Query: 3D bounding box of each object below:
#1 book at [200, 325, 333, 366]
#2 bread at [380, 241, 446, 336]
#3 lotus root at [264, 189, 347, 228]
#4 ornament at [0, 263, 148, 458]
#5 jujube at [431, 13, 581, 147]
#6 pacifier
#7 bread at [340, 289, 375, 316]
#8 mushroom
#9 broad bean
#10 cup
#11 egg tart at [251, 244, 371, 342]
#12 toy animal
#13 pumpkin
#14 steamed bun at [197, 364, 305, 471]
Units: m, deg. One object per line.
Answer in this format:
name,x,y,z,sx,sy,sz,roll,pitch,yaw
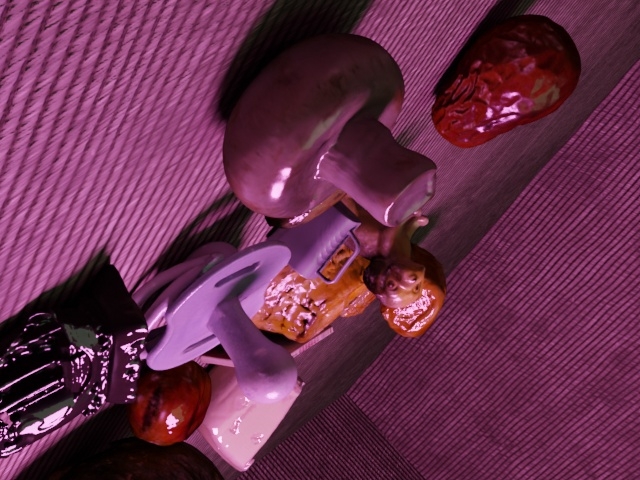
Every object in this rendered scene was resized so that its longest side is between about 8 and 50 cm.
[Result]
book,-0.101,0.200,2.032,0.232,0.162,0.022,-25,115,-57
bread,0.229,0.124,2.629,0.167,0.132,0.294,-62,-176,17
lotus root,-0.006,-0.082,1.487,0.179,0.089,0.080,-39,139,10
ornament,-0.342,0.169,1.262,0.260,0.106,0.251,-26,153,-31
jujube,0.298,-0.252,1.713,0.255,0.190,0.190,-44,170,34
pacifier,-0.128,0.135,1.480,0.244,0.233,0.299,-31,162,-35
bread,0.117,0.102,2.547,0.188,0.068,0.125,-49,168,22
mushroom,0.019,-0.104,1.175,0.243,0.243,0.243,-41,168,-11
broad bean,-0.258,0.274,1.800,0.228,0.122,0.156,55,56,-84
cup,0.000,0.000,1.694,0.129,0.128,0.095,-49,165,11
egg tart,-0.005,0.088,1.980,0.341,0.129,0.341,-42,170,-9
toy animal,0.103,-0.001,1.811,0.169,0.233,0.121,-52,173,-2
pumpkin,-0.359,0.539,1.835,0.454,0.344,0.454,-46,-179,1
steamed bun,-0.159,0.320,2.152,0.225,0.200,0.170,-44,-152,-9
